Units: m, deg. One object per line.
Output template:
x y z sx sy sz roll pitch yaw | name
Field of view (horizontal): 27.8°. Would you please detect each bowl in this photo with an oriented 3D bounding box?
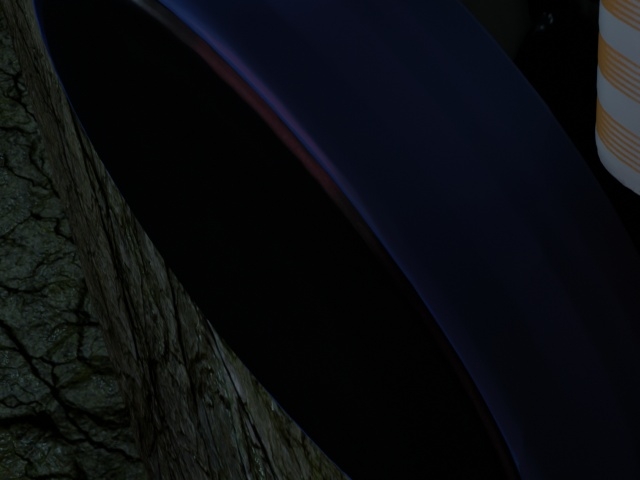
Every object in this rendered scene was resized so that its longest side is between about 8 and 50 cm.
0.000 0.000 0.611 0.391 0.077 0.391 47 163 19 | bowl

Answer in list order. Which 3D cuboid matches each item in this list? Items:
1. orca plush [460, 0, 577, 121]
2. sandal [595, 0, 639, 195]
0.038 -0.111 0.586 0.151 0.102 0.287 -129 29 -53 | orca plush
0.121 -0.017 0.359 0.102 0.076 0.265 -93 -15 -68 | sandal
